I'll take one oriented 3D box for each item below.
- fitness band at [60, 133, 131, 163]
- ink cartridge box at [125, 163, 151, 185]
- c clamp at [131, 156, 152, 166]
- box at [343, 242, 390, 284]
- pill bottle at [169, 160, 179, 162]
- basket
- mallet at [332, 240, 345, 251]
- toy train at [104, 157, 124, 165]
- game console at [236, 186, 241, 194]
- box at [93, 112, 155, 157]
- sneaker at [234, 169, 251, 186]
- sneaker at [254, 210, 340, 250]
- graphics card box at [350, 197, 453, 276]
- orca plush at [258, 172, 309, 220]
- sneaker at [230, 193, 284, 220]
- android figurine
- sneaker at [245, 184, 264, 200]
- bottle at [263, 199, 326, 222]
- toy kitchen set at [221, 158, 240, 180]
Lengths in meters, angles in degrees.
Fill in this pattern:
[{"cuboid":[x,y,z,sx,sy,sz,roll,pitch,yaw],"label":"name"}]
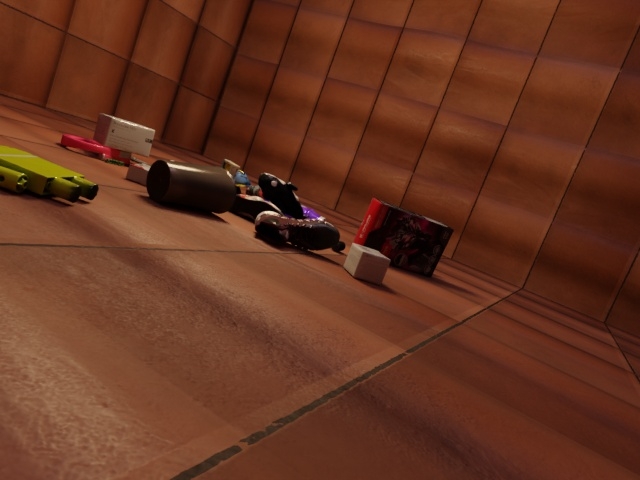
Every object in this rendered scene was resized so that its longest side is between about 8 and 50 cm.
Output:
[{"cuboid":[-0.903,-0.369,1.922,0.209,0.054,0.291,20,7,15],"label":"fitness band"},{"cuboid":[-0.616,-0.232,1.685,0.099,0.056,0.135,19,9,-6],"label":"ink cartridge box"},{"cuboid":[-0.801,-0.347,2.121,0.161,0.022,0.137,23,6,-2],"label":"c clamp"},{"cuboid":[0.141,0.072,1.449,0.102,0.087,0.101,18,8,-20],"label":"box"},{"cuboid":[-0.601,-0.286,1.984,0.086,0.086,0.152,26,11,34],"label":"pill bottle"},{"cuboid":[-0.416,-0.174,1.502,0.204,0.154,0.227,29,15,34],"label":"basket"},{"cuboid":[0.000,0.000,1.788,0.190,0.039,0.062,18,9,16],"label":"mallet"},{"cuboid":[-0.809,-0.308,1.854,0.024,0.017,0.083,14,4,30],"label":"toy train"},{"cuboid":[-0.571,-0.304,2.330,0.213,0.044,0.361,27,8,36],"label":"game console"},{"cuboid":[-0.805,-0.431,1.938,0.181,0.119,0.182,11,10,-41],"label":"box"},{"cuboid":[-0.390,-0.312,2.379,0.069,0.082,0.209,4,7,1],"label":"sneaker"},{"cuboid":[-0.078,-0.013,1.488,0.281,0.106,0.162,10,13,-1],"label":"sneaker"},{"cuboid":[0.339,-0.007,1.947,0.371,0.232,0.094,18,13,-23],"label":"graphics card box"},{"cuboid":[-0.150,-0.128,1.806,0.151,0.102,0.287,-2,-36,17],"label":"orca plush"},{"cuboid":[-0.209,-0.108,1.764,0.270,0.090,0.145,22,10,26],"label":"sneaker"},{"cuboid":[-0.658,-0.154,1.065,0.273,0.056,0.248,20,8,-5],"label":"android figurine"},{"cuboid":[-0.317,-0.227,2.362,0.125,0.104,0.262,4,3,4],"label":"sneaker"},{"cuboid":[-0.112,-0.118,2.055,0.283,0.092,0.118,23,7,20],"label":"bottle"},{"cuboid":[-0.453,-0.262,1.902,0.122,0.166,0.207,25,9,28],"label":"toy kitchen set"}]
